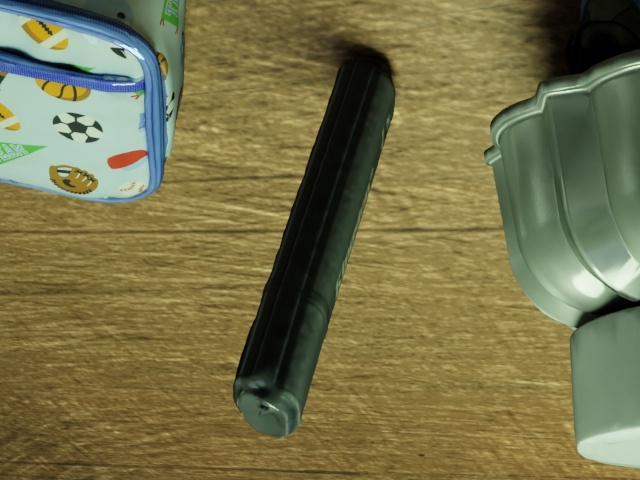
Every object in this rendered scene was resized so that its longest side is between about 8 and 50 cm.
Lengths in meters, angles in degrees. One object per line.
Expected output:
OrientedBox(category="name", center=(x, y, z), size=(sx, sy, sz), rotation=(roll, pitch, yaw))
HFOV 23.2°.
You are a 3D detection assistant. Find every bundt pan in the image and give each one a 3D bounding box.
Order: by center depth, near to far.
OrientedBox(category="bundt pan", center=(0.266, -0.008, 0.946), size=(0.331, 0.124, 0.331), rotation=(0, 164, 0))

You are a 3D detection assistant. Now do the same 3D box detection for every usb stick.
OrientedBox(category="usb stick", center=(0.000, 0.000, 1.051), size=(0.045, 0.278, 0.077), rotation=(9, 150, 15))

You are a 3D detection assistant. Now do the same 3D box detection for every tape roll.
OrientedBox(category="tape roll", center=(0.260, 0.090, 0.934), size=(0.219, 0.072, 0.219), rotation=(1, 163, 0))

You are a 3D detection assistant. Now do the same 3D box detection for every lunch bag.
OrientedBox(category="lunch bag", center=(-0.247, -0.143, 1.104), size=(0.303, 0.115, 0.243), rotation=(12, 153, 2))

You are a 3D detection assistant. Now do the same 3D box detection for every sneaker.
OrientedBox(category="sneaker", center=(0.190, -0.105, 0.965), size=(0.058, 0.084, 0.152), rotation=(5, 148, 22))
